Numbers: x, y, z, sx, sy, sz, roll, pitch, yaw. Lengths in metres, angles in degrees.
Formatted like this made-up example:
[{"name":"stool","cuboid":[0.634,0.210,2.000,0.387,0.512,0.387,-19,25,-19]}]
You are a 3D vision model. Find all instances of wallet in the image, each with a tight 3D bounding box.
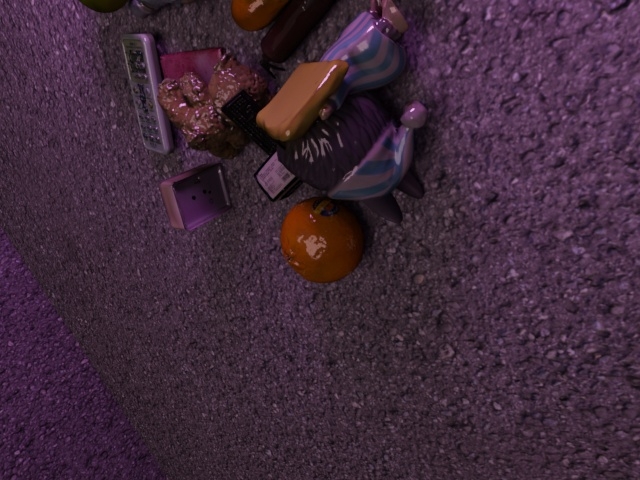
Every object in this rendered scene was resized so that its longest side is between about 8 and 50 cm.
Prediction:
[{"name":"wallet","cuboid":[-0.336,-0.448,1.269,0.233,0.025,0.119,8,118,31]}]

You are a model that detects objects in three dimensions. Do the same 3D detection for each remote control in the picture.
[{"name":"remote control","cuboid":[-0.490,-0.419,1.364,0.128,0.066,0.334,22,126,36]}]

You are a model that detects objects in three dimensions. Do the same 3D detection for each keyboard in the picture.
[{"name":"keyboard","cuboid":[-0.152,-0.277,1.137,0.074,0.196,0.015,-34,51,13]}]

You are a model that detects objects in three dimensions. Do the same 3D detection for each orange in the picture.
[{"name":"orange","cuboid":[0.003,0.000,1.175,0.220,0.193,0.219,24,144,19]}]

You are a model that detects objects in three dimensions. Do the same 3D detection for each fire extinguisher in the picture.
[{"name":"fire extinguisher","cuboid":[-0.056,-0.461,1.032,0.268,0.089,0.072,-35,54,40]}]

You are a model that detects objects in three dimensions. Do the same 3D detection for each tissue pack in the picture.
[{"name":"tissue pack","cuboid":[-0.085,-0.182,1.195,0.103,0.090,0.170,52,131,-1]}]

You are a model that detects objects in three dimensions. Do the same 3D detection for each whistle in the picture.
[{"name":"whistle","cuboid":[-0.365,-0.620,1.129,0.346,0.142,0.133,3,107,47]}]

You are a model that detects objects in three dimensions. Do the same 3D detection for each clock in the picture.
[{"name":"clock","cuboid":[-0.351,-0.126,1.347,0.071,0.192,0.146,6,118,34]}]

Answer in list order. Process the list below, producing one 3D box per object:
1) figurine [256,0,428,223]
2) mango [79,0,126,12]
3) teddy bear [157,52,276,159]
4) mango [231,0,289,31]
[{"name":"figurine","cuboid":[0.110,-0.236,0.998,0.361,0.266,0.378,-43,121,18]},{"name":"mango","cuboid":[-0.562,-0.661,1.171,0.272,0.149,0.185,65,-178,38]},{"name":"teddy bear","cuboid":[-0.241,-0.330,1.167,0.256,0.156,0.267,-37,127,17]},{"name":"mango","cuboid":[-0.123,-0.531,1.018,0.178,0.090,0.114,-28,66,40]}]
